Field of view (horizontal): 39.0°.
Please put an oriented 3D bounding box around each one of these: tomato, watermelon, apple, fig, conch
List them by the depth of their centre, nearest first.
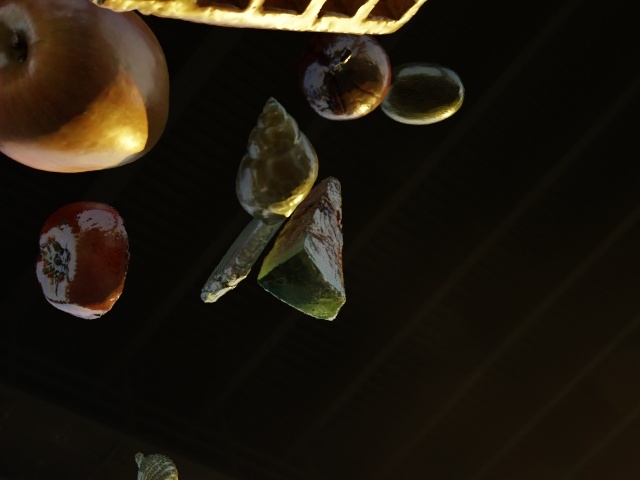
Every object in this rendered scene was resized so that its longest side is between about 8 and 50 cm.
[{"bbox_3d":[-0.316,-0.206,1.159,0.242,0.242,0.241,-43,-24,12],"label":"apple"},{"bbox_3d":[-0.066,-0.096,1.264,0.106,0.116,0.173,10,-40,-40],"label":"conch"},{"bbox_3d":[-0.233,0.339,1.296,0.056,0.085,0.076,-11,-57,-11],"label":"conch"},{"bbox_3d":[0.000,0.000,1.439,0.094,0.241,0.154,-28,-54,33],"label":"watermelon"},{"bbox_3d":[0.031,-0.259,1.441,0.148,0.202,0.149,-7,-62,26],"label":"fig"},{"bbox_3d":[-0.441,0.035,1.624,0.085,0.225,0.225,9,-58,-53],"label":"tomato"}]

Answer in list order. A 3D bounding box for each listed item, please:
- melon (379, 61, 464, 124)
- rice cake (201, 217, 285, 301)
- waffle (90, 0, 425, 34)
[{"bbox_3d":[0.176,-0.268,1.637,0.167,0.114,0.114,3,-58,4],"label":"melon"},{"bbox_3d":[-0.105,0.003,1.400,0.038,0.211,0.124,41,-41,-9],"label":"rice cake"},{"bbox_3d":[-0.001,-0.243,0.604,0.327,0.098,0.224,-14,-25,-50],"label":"waffle"}]
